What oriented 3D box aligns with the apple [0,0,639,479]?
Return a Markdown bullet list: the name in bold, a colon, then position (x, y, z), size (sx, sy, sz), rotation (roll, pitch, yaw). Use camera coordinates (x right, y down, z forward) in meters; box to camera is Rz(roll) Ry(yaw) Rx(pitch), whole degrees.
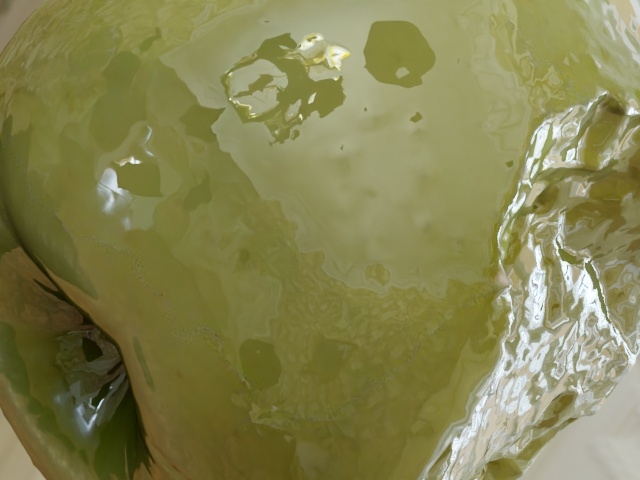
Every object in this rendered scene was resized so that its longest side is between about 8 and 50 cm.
- **apple**: position (0.000, 0.000, 0.706), size (0.279, 0.279, 0.279), rotation (25, 26, -13)
